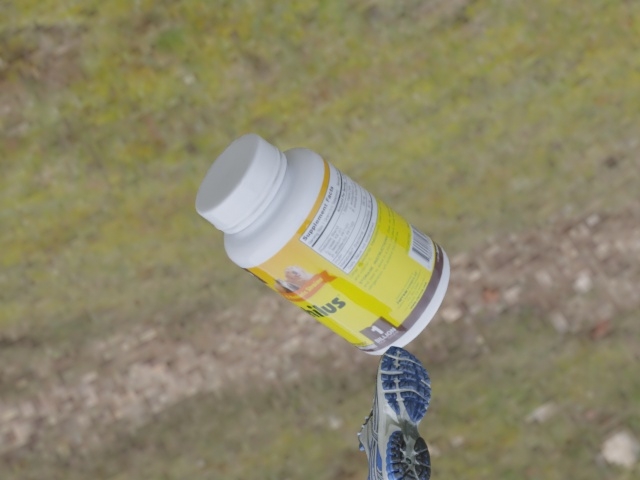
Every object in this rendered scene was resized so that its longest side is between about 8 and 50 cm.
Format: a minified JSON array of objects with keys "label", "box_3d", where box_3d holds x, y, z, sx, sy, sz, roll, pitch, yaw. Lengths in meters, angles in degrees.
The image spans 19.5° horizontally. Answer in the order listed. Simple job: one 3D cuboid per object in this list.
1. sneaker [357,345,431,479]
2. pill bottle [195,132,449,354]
[{"label":"sneaker","box_3d":[0.053,0.149,1.513,0.052,0.135,0.058,25,139,-27]},{"label":"pill bottle","box_3d":[0.000,0.000,1.596,0.215,0.117,0.117,36,115,-24]}]
